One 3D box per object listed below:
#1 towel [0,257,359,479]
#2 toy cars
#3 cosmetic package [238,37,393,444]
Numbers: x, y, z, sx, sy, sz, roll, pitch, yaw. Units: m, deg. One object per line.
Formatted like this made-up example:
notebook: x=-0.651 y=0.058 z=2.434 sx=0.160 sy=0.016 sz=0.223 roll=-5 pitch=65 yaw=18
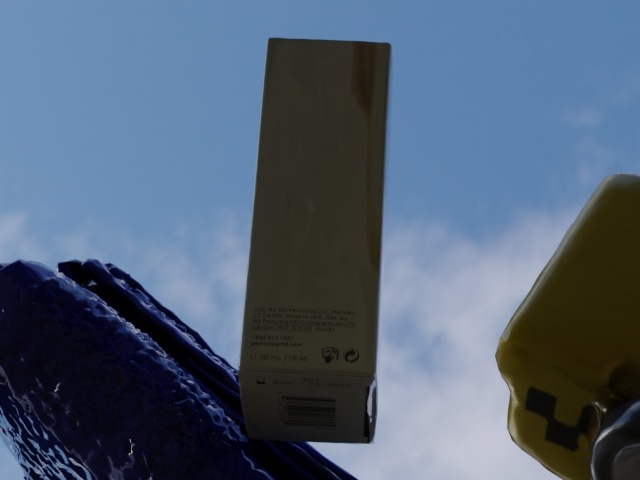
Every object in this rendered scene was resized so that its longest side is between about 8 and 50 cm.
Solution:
towel: x=0.009 y=0.149 z=0.610 sx=0.076 sy=0.227 sz=0.308 roll=-38 pitch=-120 yaw=-24
toy cars: x=0.235 y=0.051 z=0.443 sx=0.394 sy=0.176 sz=0.087 roll=-6 pitch=-48 yaw=-13
cosmetic package: x=0.000 y=0.000 z=0.552 sx=0.041 sy=0.060 sz=0.115 roll=3 pitch=-116 yaw=3
